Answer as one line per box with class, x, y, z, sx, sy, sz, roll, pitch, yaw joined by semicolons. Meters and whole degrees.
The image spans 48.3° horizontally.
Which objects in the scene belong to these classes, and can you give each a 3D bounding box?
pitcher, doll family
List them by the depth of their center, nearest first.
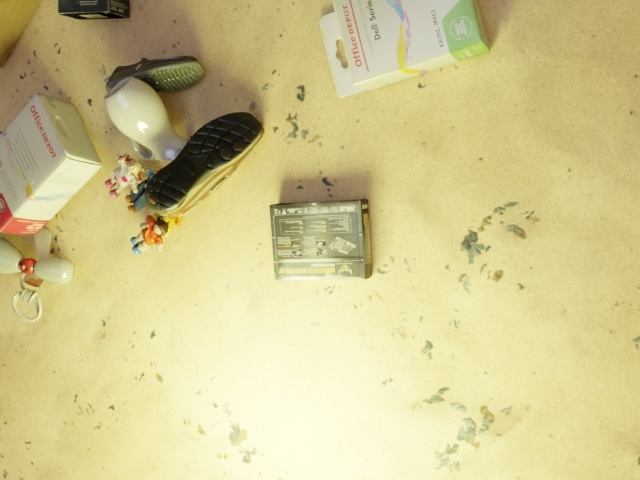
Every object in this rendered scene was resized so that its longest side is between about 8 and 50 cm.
pitcher;-0.438;-0.283;1.734;0.177;0.125;0.207;-10;129;40
doll family;-0.420;-0.102;1.785;0.163;0.118;0.263;-30;83;39

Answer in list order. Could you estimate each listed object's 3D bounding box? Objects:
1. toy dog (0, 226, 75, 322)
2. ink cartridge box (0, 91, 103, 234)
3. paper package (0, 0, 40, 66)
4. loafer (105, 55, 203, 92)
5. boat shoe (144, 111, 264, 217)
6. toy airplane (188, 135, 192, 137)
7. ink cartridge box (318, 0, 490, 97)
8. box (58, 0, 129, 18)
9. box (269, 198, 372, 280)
toy dog;-0.828;0.055;1.959;0.333;0.161;0.220;33;99;1
ink cartridge box;-0.743;-0.193;1.866;0.306;0.131;0.226;-38;69;20
paper package;-0.901;-0.618;1.797;0.168;0.325;0.309;43;108;11
loafer;-0.407;-0.416;1.746;0.251;0.094;0.088;-8;62;10
boat shoe;-0.271;-0.175;1.692;0.324;0.120;0.122;-39;72;-7
toy airplane;-0.330;-0.189;1.779;0.151;0.028;0.151;2;96;23
ink cartridge box;0.156;-0.449;1.510;0.353;0.119;0.207;-15;91;22
box;-0.566;-0.641;1.786;0.155;0.093;0.158;5;99;20
box;0.000;0.000;1.655;0.230;0.056;0.183;-2;96;22
